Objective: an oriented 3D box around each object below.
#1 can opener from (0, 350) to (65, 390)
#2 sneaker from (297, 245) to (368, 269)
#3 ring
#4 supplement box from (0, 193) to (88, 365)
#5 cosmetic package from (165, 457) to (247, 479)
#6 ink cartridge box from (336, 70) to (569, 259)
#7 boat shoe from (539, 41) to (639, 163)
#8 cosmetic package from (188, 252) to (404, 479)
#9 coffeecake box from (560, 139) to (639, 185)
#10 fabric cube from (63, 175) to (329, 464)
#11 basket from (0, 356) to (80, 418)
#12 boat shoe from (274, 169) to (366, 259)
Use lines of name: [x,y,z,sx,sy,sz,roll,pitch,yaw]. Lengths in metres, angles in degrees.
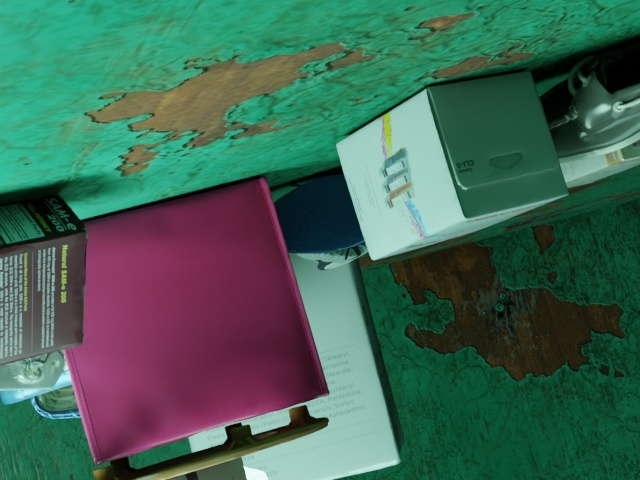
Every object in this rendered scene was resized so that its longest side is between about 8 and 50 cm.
can opener: [-0.475,0.158,1.689,0.283,0.076,0.095,4,-168,-38]
sneaker: [0.000,0.000,1.797,0.153,0.094,0.235,-30,176,41]
ring: [-0.155,0.232,1.366,0.336,0.032,0.336,-16,174,-2]
supplement box: [-0.325,0.049,1.094,0.239,0.130,0.073,-12,-142,-31]
cosmetic package: [-0.173,0.336,1.389,0.151,0.151,0.183,-20,175,26]
ink cartridge box: [0.123,-0.070,1.215,0.128,0.127,0.176,-13,175,-30]
boat shoe: [0.316,-0.160,1.169,0.335,0.095,0.112,-14,-148,30]
cosmetic package: [-0.062,0.207,2.150,0.327,0.394,0.329,-15,176,4]
coffeecake box: [0.392,-0.126,1.778,0.142,0.068,0.185,-12,174,-36]
fabric cube: [-0.163,0.095,1.449,0.258,0.254,0.259,-17,175,-11]
basket: [-0.366,0.181,2.042,0.254,0.201,0.289,-15,-175,2]
boat shoe: [0.063,-0.041,1.505,0.258,0.109,0.089,-14,179,5]
